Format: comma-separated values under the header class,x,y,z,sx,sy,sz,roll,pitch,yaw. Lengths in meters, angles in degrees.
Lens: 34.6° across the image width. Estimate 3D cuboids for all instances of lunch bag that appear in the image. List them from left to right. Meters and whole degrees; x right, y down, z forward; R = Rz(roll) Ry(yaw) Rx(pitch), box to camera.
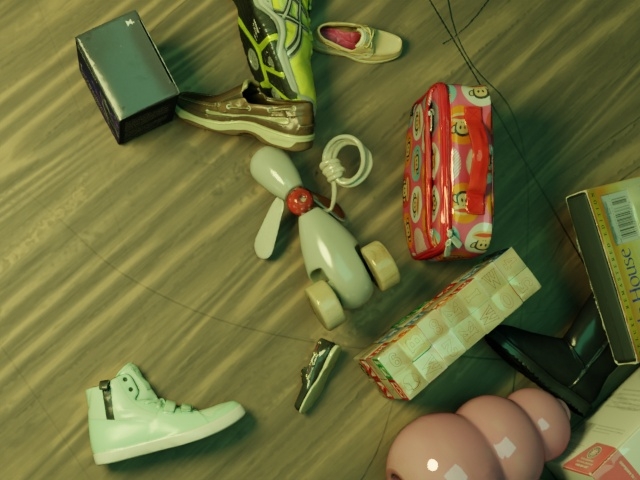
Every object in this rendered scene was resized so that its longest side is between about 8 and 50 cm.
class,x,y,z,sx,sy,sz,roll,pitch,yaw
lunch bag,0.223,-0.112,1.724,0.120,0.258,0.293,1,83,-10

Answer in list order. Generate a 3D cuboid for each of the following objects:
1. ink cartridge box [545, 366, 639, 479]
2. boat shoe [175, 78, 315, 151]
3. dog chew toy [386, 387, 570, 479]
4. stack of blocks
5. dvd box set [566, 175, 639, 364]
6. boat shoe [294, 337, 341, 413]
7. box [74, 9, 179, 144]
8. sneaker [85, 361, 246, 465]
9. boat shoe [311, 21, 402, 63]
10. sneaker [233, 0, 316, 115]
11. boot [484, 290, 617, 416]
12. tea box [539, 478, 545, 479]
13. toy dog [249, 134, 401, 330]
class,x,y,z,sx,sy,sz,roll,pitch,yaw
ink cartridge box,0.547,0.334,1.758,0.283,0.207,0.117,-39,93,-11
boat shoe,-0.124,-0.226,1.719,0.258,0.095,0.095,15,113,16
dog chew toy,0.277,0.355,1.720,0.332,0.206,0.206,-24,88,-19
stack of blocks,0.211,0.141,1.739,0.297,0.171,0.087,-38,91,-13
dvd box set,0.652,0.020,1.830,0.420,0.062,0.307,-15,86,-27
boat shoe,-0.011,0.231,1.756,0.042,0.049,0.133,25,86,22
box,-0.314,-0.260,1.671,0.108,0.207,0.153,-27,89,-12
sneaker,-0.257,0.263,1.682,0.256,0.094,0.151,-13,83,-12
boat shoe,0.068,-0.353,1.824,0.170,0.059,0.063,3,83,-10
sneaker,-0.063,-0.393,1.767,0.147,0.145,0.384,-18,93,-22
boot,0.434,0.163,1.813,0.246,0.094,0.207,37,83,-11
tea box,0.401,0.630,1.693,0.329,0.220,0.323,-43,91,-11
toy dog,0.000,0.000,1.751,0.220,0.161,0.333,-10,71,-8
